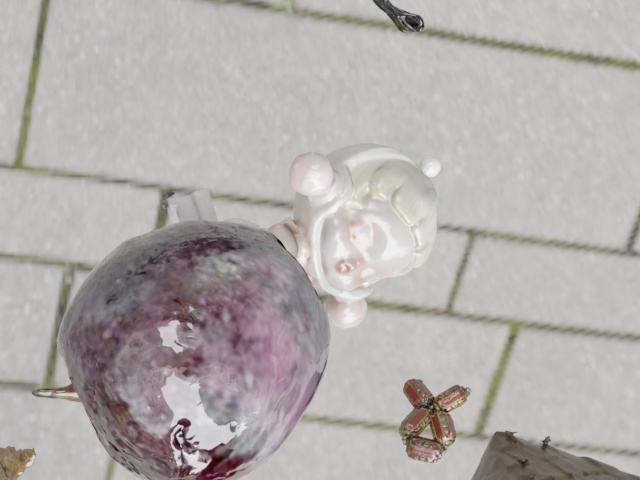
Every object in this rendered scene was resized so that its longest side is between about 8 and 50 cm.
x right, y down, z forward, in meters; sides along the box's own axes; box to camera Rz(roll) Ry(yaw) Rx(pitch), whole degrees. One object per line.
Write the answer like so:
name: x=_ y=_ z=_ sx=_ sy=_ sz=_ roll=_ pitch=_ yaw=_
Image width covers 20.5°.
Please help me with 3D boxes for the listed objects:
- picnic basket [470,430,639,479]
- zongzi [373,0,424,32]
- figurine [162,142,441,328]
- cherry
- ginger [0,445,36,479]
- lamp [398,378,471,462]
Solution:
picnic basket: x=0.234 y=0.382 z=1.719 sx=0.291 sy=0.254 sz=0.321 roll=20 pitch=104 yaw=-5
zongzi: x=-0.134 y=-0.325 z=1.304 sx=0.418 sy=0.181 sz=0.447 roll=-6 pitch=141 yaw=25
figurine: x=-0.002 y=0.000 z=1.542 sx=0.256 sy=0.144 sz=0.182 roll=-17 pitch=106 yaw=-10
cherry: x=-0.084 y=0.072 z=1.190 sx=0.195 sy=0.195 sz=0.195 roll=-3 pitch=123 yaw=-5
ginger: x=-0.311 y=0.332 z=1.623 sx=0.084 sy=0.122 sz=0.290 roll=11 pitch=104 yaw=32
lamp: x=0.102 y=0.166 z=1.617 sx=0.063 sy=0.083 sz=0.031 roll=8 pitch=141 yaw=6
